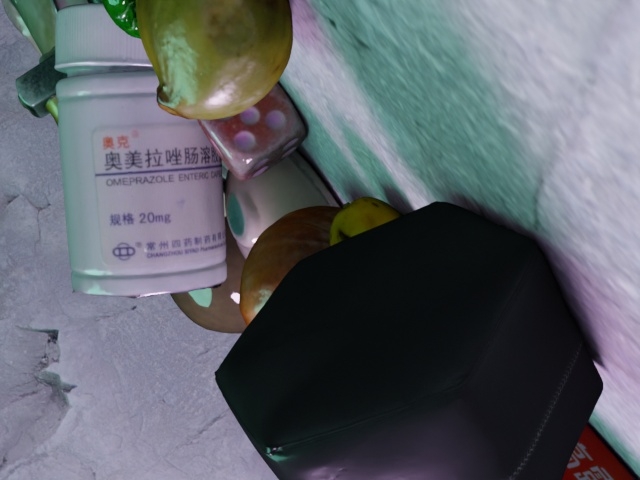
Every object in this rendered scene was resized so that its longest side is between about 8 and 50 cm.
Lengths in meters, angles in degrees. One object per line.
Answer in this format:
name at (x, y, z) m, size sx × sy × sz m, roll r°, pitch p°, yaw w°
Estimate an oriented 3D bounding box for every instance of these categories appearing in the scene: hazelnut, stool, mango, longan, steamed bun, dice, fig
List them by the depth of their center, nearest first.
stool at (0.057, 0.091, 0.582) m, size 0.141 × 0.232 × 0.232 m, roll 58°, pitch 173°, yaw -24°
fig at (-0.082, -0.172, 0.696) m, size 0.136 × 0.120 × 0.153 m, roll 56°, pitch -161°, yaw -61°
mango at (0.071, 0.032, 0.802) m, size 0.161 × 0.076 × 0.103 m, roll 48°, pitch 169°, yaw -12°
hazelnut at (0.007, 0.039, 0.934) m, size 0.182 × 0.182 × 0.182 m, roll 54°, pitch 173°, yaw 9°
dice at (-0.076, -0.126, 0.965) m, size 0.094 × 0.091 × 0.093 m, roll 56°, pitch 174°, yaw 2°
steamed bun at (-0.040, -0.014, 1.108) m, size 0.228 × 0.130 × 0.177 m, roll 54°, pitch 175°, yaw -9°
longan at (-0.187, 0.032, 1.768) m, size 0.288 × 0.288 × 0.350 m, roll 60°, pitch -176°, yaw -39°

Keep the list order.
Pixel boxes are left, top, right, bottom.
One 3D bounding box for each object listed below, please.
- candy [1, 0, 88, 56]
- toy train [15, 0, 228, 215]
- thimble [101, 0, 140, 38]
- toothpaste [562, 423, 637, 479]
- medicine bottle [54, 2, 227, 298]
candy at (-0.421, -0.413, 1.496) m, size 0.386 × 0.186 × 0.427 m, roll 63°, pitch 162°, yaw 6°
toy train at (-0.232, -0.159, 1.226) m, size 0.397 × 0.253 × 0.160 m, roll 55°, pitch 172°, yaw -8°
thimble at (-0.153, -0.249, 0.805) m, size 0.090 × 0.118 × 0.130 m, roll 57°, pitch 156°, yaw 16°
toothpaste at (0.256, 0.258, 0.642) m, size 0.320 × 0.066 × 0.076 m, roll 50°, pitch 172°, yaw 31°
medicine bottle at (-0.214, -0.108, 1.064) m, size 0.190 × 0.190 × 0.332 m, roll -155°, pitch 62°, yaw -77°
